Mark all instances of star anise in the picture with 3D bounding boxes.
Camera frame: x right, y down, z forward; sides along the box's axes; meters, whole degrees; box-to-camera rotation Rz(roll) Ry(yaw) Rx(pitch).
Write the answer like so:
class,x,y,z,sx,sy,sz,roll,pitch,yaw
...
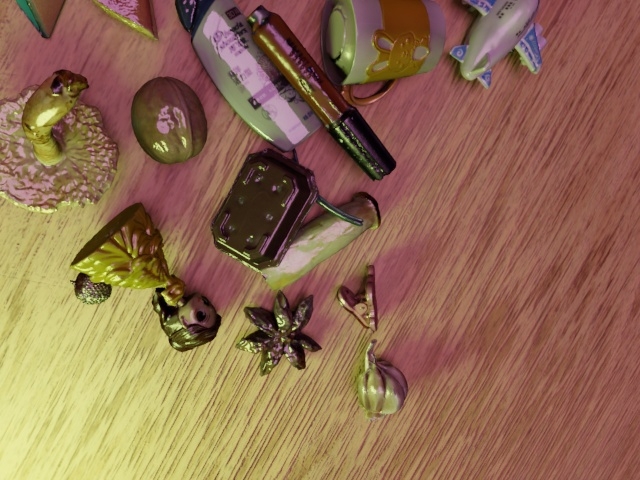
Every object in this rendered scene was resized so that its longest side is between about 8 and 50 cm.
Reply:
class,x,y,z,sx,sy,sz,roll,pitch,yaw
star anise,-0.100,0.219,1.051,0.197,0.073,0.212,-11,106,-6

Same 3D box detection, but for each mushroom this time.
class,x,y,z,sx,sy,sz,roll,pitch,yaw
mushroom,0.000,0.000,1.035,0.312,0.081,0.099,-32,101,-5
mushroom,-0.491,-0.188,0.776,0.233,0.301,0.208,-36,74,-19

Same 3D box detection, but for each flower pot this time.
class,x,y,z,sx,sy,sz,roll,pitch,yaw
flower pot,-0.127,-0.064,0.950,0.179,0.084,0.250,30,96,7

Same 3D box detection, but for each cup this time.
class,x,y,z,sx,sy,sz,roll,pitch,yaw
cup,0.121,-0.398,0.960,0.227,0.185,0.241,-10,137,-18

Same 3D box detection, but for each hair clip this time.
class,x,y,z,sx,sy,sz,roll,pitch,yaw
hair clip,0.118,0.146,1.081,0.102,0.123,0.138,-35,103,24
hair clip,-0.001,-0.101,0.997,0.229,0.039,0.070,44,86,5

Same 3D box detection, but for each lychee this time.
class,x,y,z,sx,sy,sz,roll,pitch,yaw
lychee,-0.470,0.095,0.937,0.067,0.068,0.083,-37,129,24

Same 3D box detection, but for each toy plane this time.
class,x,y,z,sx,sy,sz,roll,pitch,yaw
toy plane,0.405,-0.476,1.031,0.267,0.123,0.266,-3,99,-16

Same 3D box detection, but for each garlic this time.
class,x,y,z,sx,sy,sz,roll,pitch,yaw
garlic,0.147,0.331,1.121,0.127,0.131,0.193,-7,95,5

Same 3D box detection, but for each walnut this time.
class,x,y,z,sx,sy,sz,roll,pitch,yaw
walnut,-0.293,-0.231,0.887,0.140,0.140,0.162,-20,94,-10

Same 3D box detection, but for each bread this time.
class,x,y,z,sx,sy,sz,roll,pitch,yaw
bread,-0.377,-0.480,0.852,0.120,0.067,0.192,-8,104,-20

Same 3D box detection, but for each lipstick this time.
class,x,y,z,sx,sy,sz,roll,pitch,yaw
lipstick,0.009,-0.289,0.932,0.077,0.077,0.418,-45,111,-3

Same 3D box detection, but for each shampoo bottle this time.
class,x,y,z,sx,sy,sz,roll,pitch,yaw
shampoo bottle,-0.153,-0.344,0.931,0.134,0.078,0.359,-41,108,-5

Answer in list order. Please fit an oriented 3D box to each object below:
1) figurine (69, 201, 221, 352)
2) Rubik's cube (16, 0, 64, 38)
class,x,y,z,sx,sy,sz,roll,pitch,yaw
figurine,-0.320,0.095,0.935,0.168,0.187,0.315,-42,116,-9
Rubik's cube,-0.515,-0.541,0.766,0.229,0.233,0.228,-26,154,27
